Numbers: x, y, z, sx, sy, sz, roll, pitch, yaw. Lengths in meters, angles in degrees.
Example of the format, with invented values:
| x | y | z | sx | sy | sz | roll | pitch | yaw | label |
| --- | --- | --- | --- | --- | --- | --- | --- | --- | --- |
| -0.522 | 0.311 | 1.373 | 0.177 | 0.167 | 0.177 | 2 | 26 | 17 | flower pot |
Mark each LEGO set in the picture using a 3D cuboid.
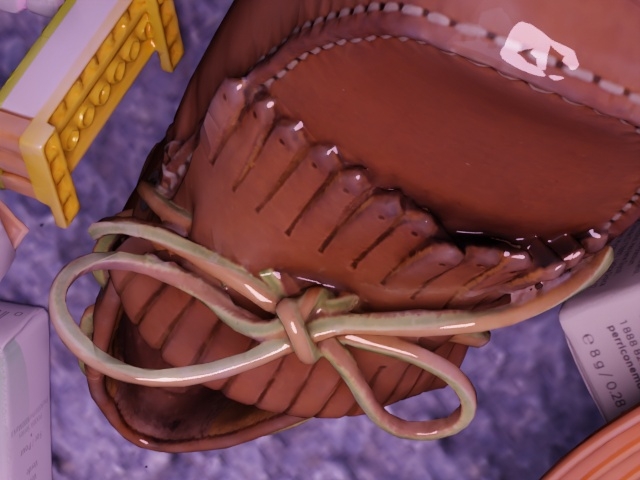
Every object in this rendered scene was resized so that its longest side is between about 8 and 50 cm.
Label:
| x | y | z | sx | sy | sz | roll | pitch | yaw | label |
| --- | --- | --- | --- | --- | --- | --- | --- | --- | --- |
| -0.112 | -0.112 | 0.719 | 0.107 | 0.132 | 0.287 | 18 | 92 | 19 | LEGO set |

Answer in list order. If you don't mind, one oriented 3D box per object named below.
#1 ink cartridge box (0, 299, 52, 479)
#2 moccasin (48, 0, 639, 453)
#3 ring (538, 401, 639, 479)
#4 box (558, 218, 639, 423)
| x | y | z | sx | sy | sz | roll | pitch | yaw | label |
| --- | --- | --- | --- | --- | --- | --- | --- | --- | --- |
| -0.208 | 0.124 | 0.887 | 0.181 | 0.056 | 0.225 | 9 | 110 | 17 | ink cartridge box |
| -0.003 | -0.001 | 0.600 | 0.139 | 0.147 | 0.380 | 27 | 160 | -16 | moccasin |
| 0.217 | 0.126 | 0.662 | 0.336 | 0.032 | 0.337 | 3 | 135 | 3 | ring |
| 0.225 | 0.000 | 0.648 | 0.275 | 0.113 | 0.094 | -22 | 100 | 27 | box |
